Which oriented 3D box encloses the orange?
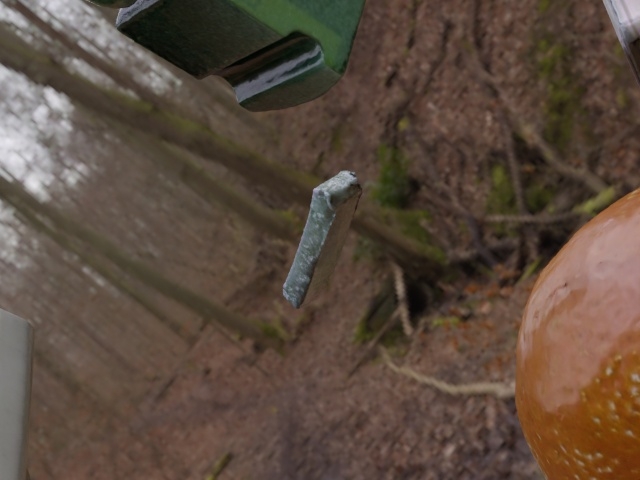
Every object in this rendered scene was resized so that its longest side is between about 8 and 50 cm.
[{"bbox_3d":[0.386,0.124,1.024,0.326,0.424,0.424,-46,-8,-43],"label":"orange"}]

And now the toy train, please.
[{"bbox_3d":[-0.032,-0.162,0.456,0.083,0.132,0.200,-11,55,52],"label":"toy train"}]

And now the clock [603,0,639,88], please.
[{"bbox_3d":[0.259,-0.142,0.848,0.071,0.147,0.192,-23,-43,17],"label":"clock"}]

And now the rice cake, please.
[{"bbox_3d":[0.000,0.000,1.109,0.043,0.034,0.211,-35,-18,-28],"label":"rice cake"}]

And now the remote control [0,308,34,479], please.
[{"bbox_3d":[-0.131,0.112,0.420,0.090,0.049,0.230,-61,22,18],"label":"remote control"}]
